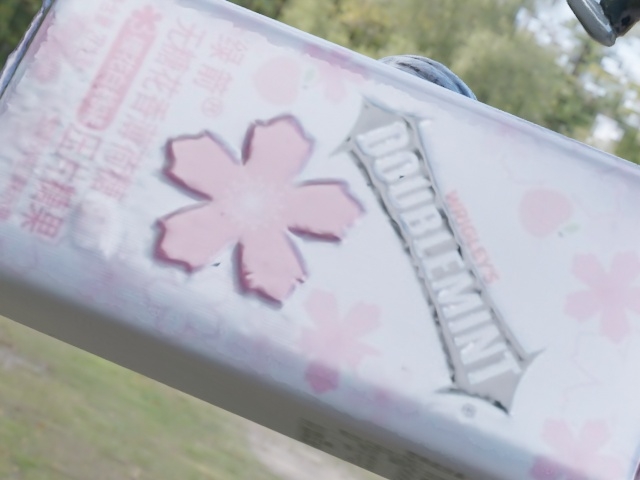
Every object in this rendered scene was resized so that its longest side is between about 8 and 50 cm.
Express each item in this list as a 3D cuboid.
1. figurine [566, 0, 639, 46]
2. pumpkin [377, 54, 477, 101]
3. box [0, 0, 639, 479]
[{"bbox_3d":[0.230,-0.224,1.019,0.193,0.265,0.140,10,-31,-4],"label":"figurine"},{"bbox_3d":[0.047,-0.049,1.167,0.150,0.194,0.194,3,-3,9],"label":"pumpkin"},{"bbox_3d":[0.000,0.000,0.781,0.370,0.190,0.112,22,-21,3],"label":"box"}]
